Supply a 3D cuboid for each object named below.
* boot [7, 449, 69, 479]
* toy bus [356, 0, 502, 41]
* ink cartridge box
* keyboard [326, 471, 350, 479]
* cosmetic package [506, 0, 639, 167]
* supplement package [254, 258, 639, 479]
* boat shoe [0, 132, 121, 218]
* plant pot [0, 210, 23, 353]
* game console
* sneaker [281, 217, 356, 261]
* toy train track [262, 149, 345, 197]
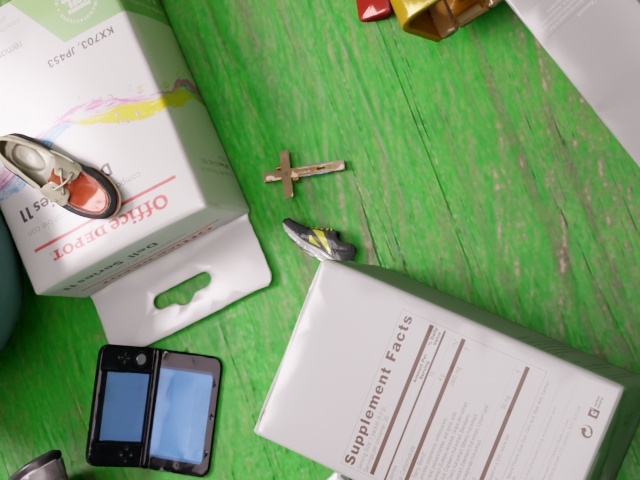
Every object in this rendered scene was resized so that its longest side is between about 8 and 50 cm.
[{"bbox_3d":[-0.215,0.293,1.734,0.338,0.118,0.223,-39,74,30],"label":"boot"},{"bbox_3d":[0.092,-0.290,1.685,0.202,0.104,0.191,20,98,34],"label":"toy bus"},{"bbox_3d":[-0.213,-0.078,1.790,0.207,0.119,0.353,-27,79,16],"label":"ink cartridge box"},{"bbox_3d":[0.075,0.337,1.725,0.072,0.014,0.256,-47,74,17],"label":"keyboard"},{"bbox_3d":[0.275,-0.173,1.618,0.107,0.127,0.238,-45,75,21],"label":"cosmetic package"},{"bbox_3d":[0.123,0.151,1.629,0.293,0.177,0.175,23,95,19],"label":"supplement package"},{"bbox_3d":[-0.251,-0.062,1.716,0.137,0.043,0.049,32,96,18],"label":"boat shoe"},{"bbox_3d":[-0.411,0.041,1.807,0.290,0.195,0.290,0,90,24],"label":"plant pot"},{"bbox_3d":[-0.166,0.169,1.788,0.071,0.107,0.122,6,88,48],"label":"game console"},{"bbox_3d":[0.000,0.000,1.763,0.083,0.031,0.035,36,85,13],"label":"sneaker"},{"bbox_3d":[-0.015,-0.067,1.778,0.083,0.014,0.048,-9,77,13],"label":"toy train track"}]
